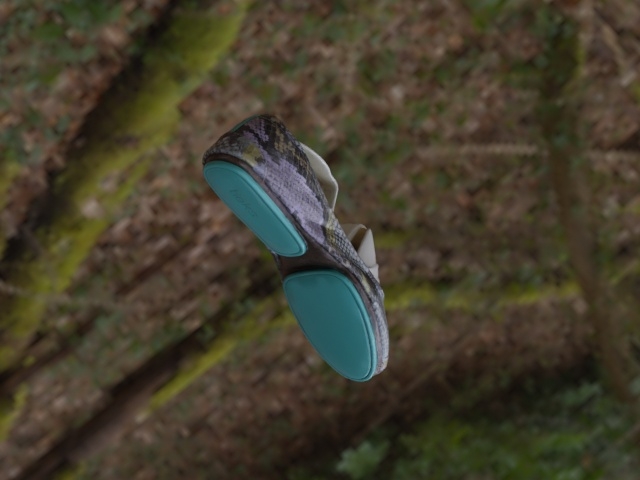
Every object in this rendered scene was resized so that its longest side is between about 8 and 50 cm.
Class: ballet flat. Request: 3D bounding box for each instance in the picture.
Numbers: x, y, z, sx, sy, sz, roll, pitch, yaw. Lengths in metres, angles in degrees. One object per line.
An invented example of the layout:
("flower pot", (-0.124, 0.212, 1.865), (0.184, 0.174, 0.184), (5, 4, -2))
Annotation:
("ballet flat", (0.000, 0.000, 0.648), (0.041, 0.041, 0.114), (-38, 122, -9))
